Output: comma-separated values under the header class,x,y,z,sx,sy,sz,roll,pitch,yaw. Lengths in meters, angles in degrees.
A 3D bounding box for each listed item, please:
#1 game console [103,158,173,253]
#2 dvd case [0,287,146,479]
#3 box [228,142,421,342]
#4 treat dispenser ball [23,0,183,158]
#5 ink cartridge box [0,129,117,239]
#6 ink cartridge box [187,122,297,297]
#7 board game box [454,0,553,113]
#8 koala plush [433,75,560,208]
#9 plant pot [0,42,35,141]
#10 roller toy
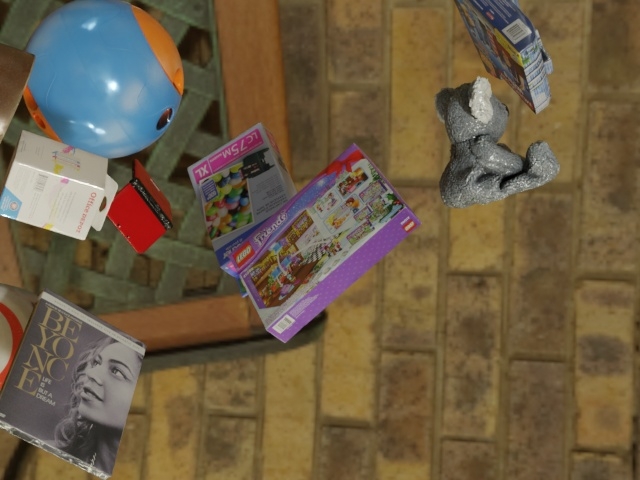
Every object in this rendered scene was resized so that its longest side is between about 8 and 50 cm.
class,x,y,z,sx,sy,sz,roll,pitch,yaw
game console,-0.372,-0.070,1.906,0.144,0.085,0.124,59,9,-39
dvd case,-0.315,0.178,1.198,0.164,0.018,0.221,34,34,-23
box,0.000,0.000,1.523,0.057,0.293,0.201,41,11,-42
treat dispenser ball,-0.393,-0.292,1.693,0.288,0.288,0.288,2,90,-80
ink cartridge box,-0.361,-0.073,1.296,0.092,0.143,0.090,-59,-156,28
ink cartridge box,-0.135,-0.064,1.817,0.065,0.185,0.311,41,22,-56
board game box,0.265,-0.280,1.321,0.194,0.060,0.194,58,5,33
koala plush,0.290,-0.188,1.716,0.221,0.203,0.196,71,-15,-10
plant pot,-0.549,-0.214,1.296,0.215,0.230,0.215,-45,-149,36
roller toy,-0.491,0.155,1.377,0.191,0.209,0.146,-60,177,-6
